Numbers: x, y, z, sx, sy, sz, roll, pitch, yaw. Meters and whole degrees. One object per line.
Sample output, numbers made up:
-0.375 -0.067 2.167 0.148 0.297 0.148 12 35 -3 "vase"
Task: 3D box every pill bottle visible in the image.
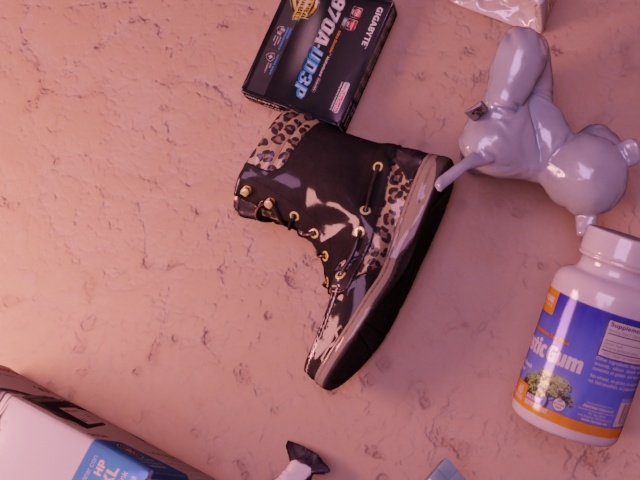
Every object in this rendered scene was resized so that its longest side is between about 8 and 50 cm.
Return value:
0.366 0.122 1.492 0.152 0.152 0.272 19 98 16 "pill bottle"

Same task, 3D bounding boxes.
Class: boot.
0.000 0.000 1.645 0.284 0.138 0.378 26 88 19 "boot"

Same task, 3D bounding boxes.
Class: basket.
0.279 -0.402 1.687 0.167 0.113 0.103 23 81 16 "basket"

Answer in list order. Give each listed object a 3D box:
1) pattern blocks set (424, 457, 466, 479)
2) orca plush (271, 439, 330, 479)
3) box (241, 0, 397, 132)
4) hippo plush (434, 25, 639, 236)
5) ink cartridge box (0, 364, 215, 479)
0.227 0.460 1.467 0.324 0.026 0.285 39 58 -4 "pattern blocks set"
-0.117 0.407 1.590 0.151 0.102 0.287 32 61 7 "orca plush"
-0.002 -0.297 1.756 0.175 0.051 0.220 22 83 16 "box"
0.327 -0.151 1.547 0.236 0.294 0.234 24 105 9 "hippo plush"
-0.385 0.313 1.566 0.394 0.285 0.166 24 82 16 "ink cartridge box"
